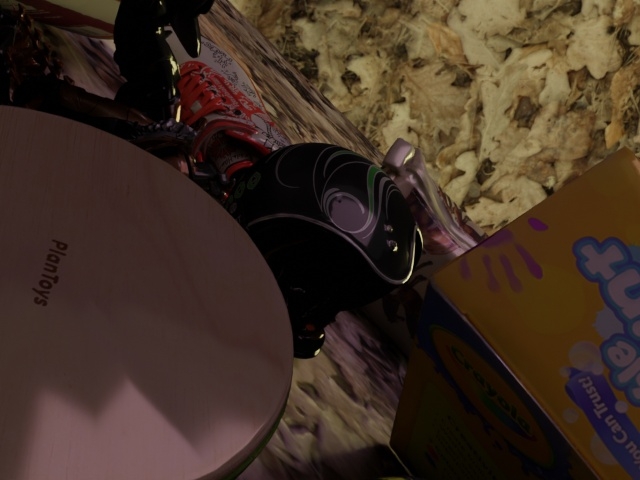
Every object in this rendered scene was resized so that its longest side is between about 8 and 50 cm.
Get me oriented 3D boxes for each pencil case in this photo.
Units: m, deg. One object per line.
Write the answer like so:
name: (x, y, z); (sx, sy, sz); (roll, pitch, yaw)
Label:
pencil case: (0.174, 0.083, 1.214); (0.410, 0.183, 0.160); (48, 40, -1)

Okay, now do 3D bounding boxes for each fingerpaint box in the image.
fingerpaint box: (0.250, 0.218, 0.725); (0.445, 0.163, 0.371); (51, -15, 21)

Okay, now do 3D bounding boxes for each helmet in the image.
helmet: (0.000, 0.000, 0.911); (0.169, 0.169, 0.161); (45, 28, -13)

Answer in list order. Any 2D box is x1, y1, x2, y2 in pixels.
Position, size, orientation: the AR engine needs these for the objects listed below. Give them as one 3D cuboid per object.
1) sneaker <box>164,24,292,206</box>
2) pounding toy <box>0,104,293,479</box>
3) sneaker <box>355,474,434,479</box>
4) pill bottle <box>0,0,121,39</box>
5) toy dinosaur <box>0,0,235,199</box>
sneaker: (-0.105, -0.125, 1.121); (0.270, 0.090, 0.145); (52, 9, 7)
pounding toy: (-0.124, 0.060, 0.387); (0.183, 0.110, 0.237); (38, 36, 7)
sneaker: (0.036, 0.199, 0.526); (0.384, 0.145, 0.147); (29, 53, -61)
pill bottle: (-0.236, -0.295, 0.869); (0.224, 0.224, 0.392); (49, 11, 7)
toy dinosaur: (-0.145, -0.054, 0.638); (0.322, 0.164, 0.218); (30, -41, 30)
